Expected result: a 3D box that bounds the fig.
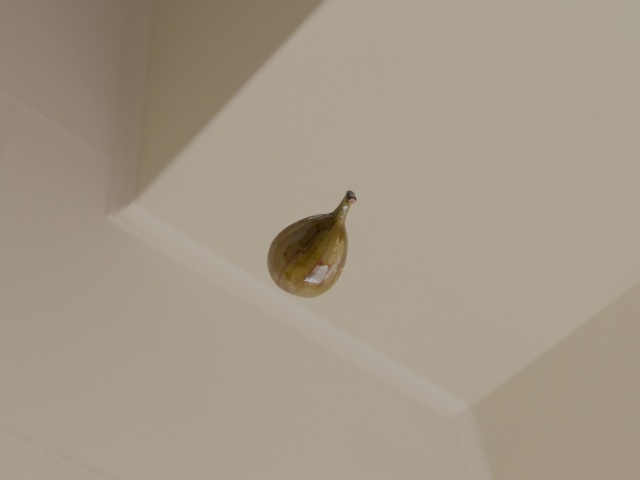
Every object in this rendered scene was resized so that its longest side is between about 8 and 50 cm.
[{"bbox_3d":[0.000,0.000,0.701,0.050,0.083,0.050,28,-152,-16],"label":"fig"}]
